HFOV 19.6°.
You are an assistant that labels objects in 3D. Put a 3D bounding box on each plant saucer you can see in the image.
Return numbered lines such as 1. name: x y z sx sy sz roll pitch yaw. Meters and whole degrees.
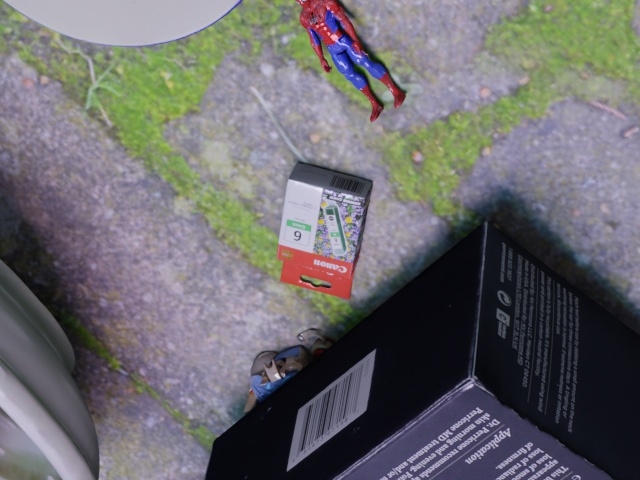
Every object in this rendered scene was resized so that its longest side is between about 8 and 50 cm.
1. plant saucer: -0.306 0.067 1.480 0.400 0.100 0.400 35 159 16

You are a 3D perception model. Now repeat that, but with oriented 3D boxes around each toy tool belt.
1. toy tool belt: -0.026 0.114 1.514 0.083 0.051 0.052 -28 110 30

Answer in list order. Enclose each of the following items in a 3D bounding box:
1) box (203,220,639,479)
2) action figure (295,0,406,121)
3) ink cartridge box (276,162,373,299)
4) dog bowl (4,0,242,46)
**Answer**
1. box: 0.122 0.213 1.427 0.312 0.179 0.343 37 125 -19
2. action figure: 0.017 -0.140 1.355 0.038 0.030 0.115 -27 109 35
3. ink cartridge box: 0.000 0.000 1.447 0.063 0.029 0.115 15 124 7
4. dog bowl: -0.136 -0.271 1.271 0.265 0.104 0.265 8 124 12
